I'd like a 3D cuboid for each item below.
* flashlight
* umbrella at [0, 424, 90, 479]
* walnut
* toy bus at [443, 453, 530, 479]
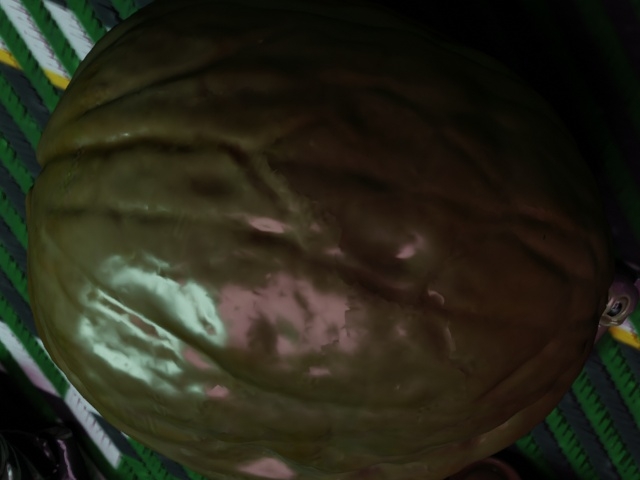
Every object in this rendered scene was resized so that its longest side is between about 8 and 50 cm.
[{"bbox_3d":[0.159,0.050,1.174,0.052,0.031,0.110,27,137,-3],"label":"flashlight"},{"bbox_3d":[-0.195,0.230,1.481,0.113,0.106,0.358,-5,138,41],"label":"umbrella"},{"bbox_3d":[-0.001,0.002,1.042,0.313,0.252,0.277,16,137,-5],"label":"walnut"},{"bbox_3d":[0.132,0.293,1.284,0.287,0.232,0.194,22,134,5],"label":"toy bus"}]
